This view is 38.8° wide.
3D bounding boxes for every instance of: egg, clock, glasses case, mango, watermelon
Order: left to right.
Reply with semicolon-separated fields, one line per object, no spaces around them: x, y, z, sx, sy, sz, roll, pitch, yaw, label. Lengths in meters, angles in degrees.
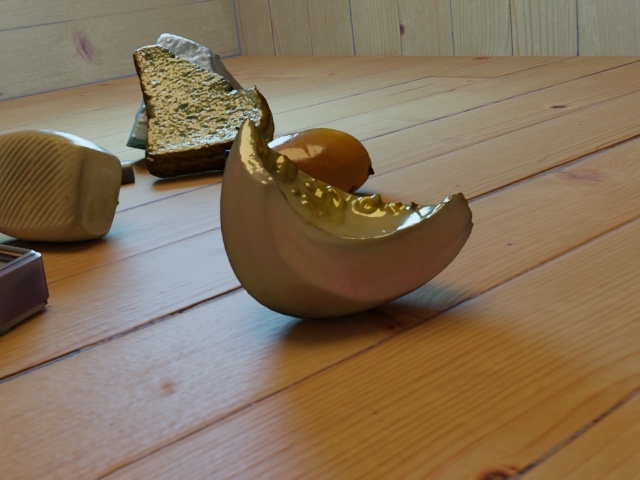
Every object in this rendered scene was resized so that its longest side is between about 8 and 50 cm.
-0.439;0.055;1.075;0.193;0.073;0.145;9;23;23;clock
-0.453;-0.117;1.739;0.191;0.042;0.072;-12;10;-18;glasses case
-0.289;-0.321;1.960;0.229;0.258;0.387;-4;22;20;watermelon
-0.032;-0.114;1.450;0.227;0.109;0.147;-10;41;-11;mango
0.001;0.007;0.962;0.271;0.161;0.206;24;-20;-5;egg

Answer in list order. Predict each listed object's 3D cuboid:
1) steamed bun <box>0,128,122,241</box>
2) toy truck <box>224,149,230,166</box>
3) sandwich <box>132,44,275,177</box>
-0.410;-0.080;1.408;0.239;0.169;0.153;6;-2;30;steamed bun
-0.128;-0.141;1.673;0.090;0.056;0.073;-4;6;-38;toy truck
-0.230;-0.265;1.776;0.254;0.099;0.288;-14;62;-2;sandwich
